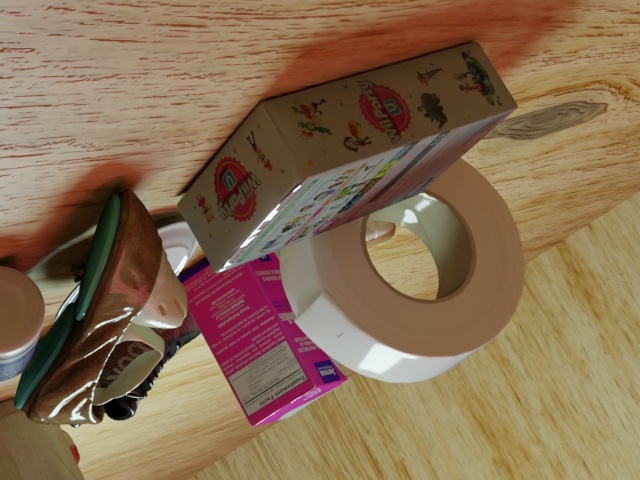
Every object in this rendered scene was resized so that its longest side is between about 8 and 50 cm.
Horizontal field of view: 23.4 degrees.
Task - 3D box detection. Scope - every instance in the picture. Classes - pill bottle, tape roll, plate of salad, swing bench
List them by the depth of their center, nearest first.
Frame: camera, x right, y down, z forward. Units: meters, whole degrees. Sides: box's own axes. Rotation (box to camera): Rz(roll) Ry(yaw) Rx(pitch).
[{"bbox_3d":[-0.339,0.096,1.601,0.094,0.094,0.169,-24,168,-22],"label":"pill bottle"},{"bbox_3d":[-0.221,0.036,1.746,0.200,0.048,0.200,-36,165,-11],"label":"plate of salad"},{"bbox_3d":[0.097,0.023,1.846,0.286,0.286,0.100,-22,168,-30],"label":"tape roll"},{"bbox_3d":[-0.461,0.386,2.186,0.254,0.253,0.165,-31,168,11],"label":"swing bench"}]

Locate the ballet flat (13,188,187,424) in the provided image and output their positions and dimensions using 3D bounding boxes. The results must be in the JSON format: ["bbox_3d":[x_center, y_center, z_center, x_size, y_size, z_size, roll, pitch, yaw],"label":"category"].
[{"bbox_3d":[-0.214,0.084,1.613,0.124,0.116,0.342,19,128,-16],"label":"ballet flat"}]

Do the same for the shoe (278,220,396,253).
[{"bbox_3d":[0.000,0.000,2.103,0.219,0.076,0.058,-25,132,-17],"label":"shoe"}]

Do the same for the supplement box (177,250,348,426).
[{"bbox_3d":[-0.077,0.117,2.002,0.114,0.220,0.111,-32,168,20],"label":"supplement box"}]

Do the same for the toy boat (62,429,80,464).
[{"bbox_3d":[-0.478,0.401,2.473,0.231,0.151,0.151,-34,168,27],"label":"toy boat"}]

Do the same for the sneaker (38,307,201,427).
[{"bbox_3d":[-0.245,0.158,2.007,0.276,0.135,0.097,-23,165,-33],"label":"sneaker"}]

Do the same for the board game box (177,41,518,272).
[{"bbox_3d":[0.028,-0.092,1.656,0.303,0.097,0.224,-22,166,-37],"label":"board game box"}]
